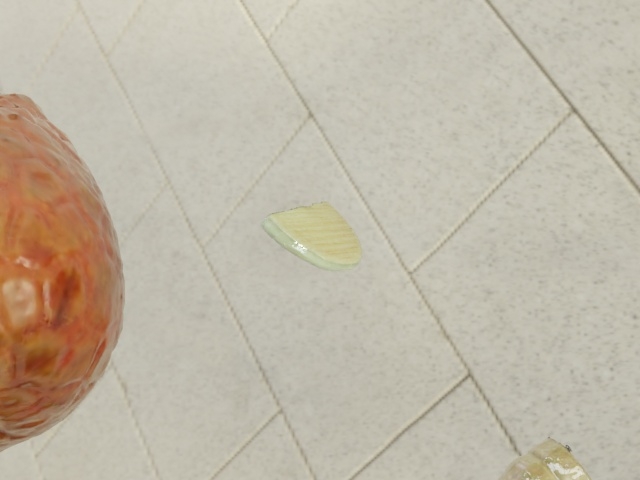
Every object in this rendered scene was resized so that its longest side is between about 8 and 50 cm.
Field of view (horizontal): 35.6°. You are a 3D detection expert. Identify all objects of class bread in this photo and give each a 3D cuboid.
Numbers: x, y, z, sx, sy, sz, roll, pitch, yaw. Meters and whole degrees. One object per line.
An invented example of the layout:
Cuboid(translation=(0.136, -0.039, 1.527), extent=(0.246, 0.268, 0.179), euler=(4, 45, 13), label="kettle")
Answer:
Cuboid(translation=(0.001, 0.003, 1.332), extent=(0.112, 0.193, 0.036), euler=(44, 113, 12), label="bread")

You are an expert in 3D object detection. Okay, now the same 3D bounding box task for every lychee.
Cuboid(translation=(-0.236, 0.033, 0.603), extent=(0.255, 0.255, 0.299), euler=(-29, 54, 38), label="lychee")

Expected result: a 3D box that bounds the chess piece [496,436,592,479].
Cuboid(translation=(0.166, 0.340, 1.115), extent=(0.137, 0.301, 0.137), euler=(157, 90, -79), label="chess piece")
